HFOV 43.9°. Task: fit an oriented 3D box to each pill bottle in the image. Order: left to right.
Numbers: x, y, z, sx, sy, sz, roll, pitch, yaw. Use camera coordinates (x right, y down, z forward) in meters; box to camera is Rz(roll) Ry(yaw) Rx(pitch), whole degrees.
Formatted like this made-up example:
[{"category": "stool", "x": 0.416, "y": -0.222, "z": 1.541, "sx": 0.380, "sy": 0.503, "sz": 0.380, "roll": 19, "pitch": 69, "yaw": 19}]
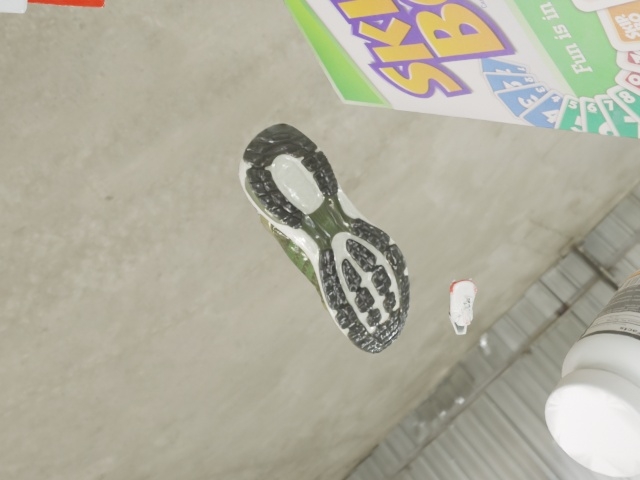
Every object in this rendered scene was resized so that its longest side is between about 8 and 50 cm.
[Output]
[{"category": "pill bottle", "x": 0.404, "y": 0.157, "z": 0.998, "sx": 0.278, "sy": 0.162, "sz": 0.162, "roll": -36, "pitch": 157, "yaw": -39}]

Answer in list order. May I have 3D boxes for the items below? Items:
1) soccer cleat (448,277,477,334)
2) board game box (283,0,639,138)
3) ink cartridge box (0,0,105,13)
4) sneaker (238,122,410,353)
[{"category": "soccer cleat", "x": 0.147, "y": 0.068, "z": 0.822, "sx": 0.029, "sy": 0.035, "sz": 0.083, "roll": -4, "pitch": 148, "yaw": 0}, {"category": "board game box", "x": 0.071, "y": -0.103, "z": 0.343, "sx": 0.039, "sy": 0.259, "sz": 0.124, "roll": -54, "pitch": 135, "yaw": -19}, {"category": "ink cartridge box", "x": -0.325, "y": -0.381, "z": 0.834, "sx": 0.239, "sy": 0.060, "sz": 0.275, "roll": -10, "pitch": 116, "yaw": -37}, {"category": "sneaker", "x": 0.000, "y": 0.000, "z": 1.293, "sx": 0.158, "sy": 0.410, "sz": 0.182, "roll": -36, "pitch": -166, "yaw": -17}]
